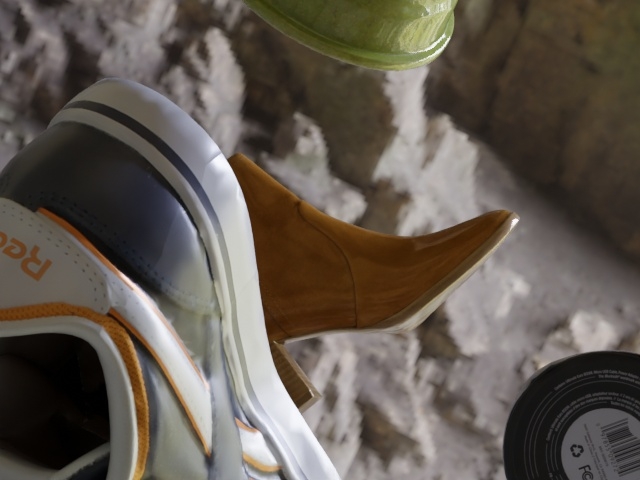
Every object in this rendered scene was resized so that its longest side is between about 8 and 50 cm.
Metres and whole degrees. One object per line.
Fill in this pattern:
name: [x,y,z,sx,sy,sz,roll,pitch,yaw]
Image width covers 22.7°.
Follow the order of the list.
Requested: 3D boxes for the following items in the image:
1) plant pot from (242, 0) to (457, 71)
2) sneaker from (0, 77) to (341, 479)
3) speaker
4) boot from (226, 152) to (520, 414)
plant pot: [0.063,-0.336,1.422,0.276,0.254,0.276,22,39,-19]
sneaker: [-0.078,0.091,0.687,0.126,0.321,0.127,18,51,35]
speaker: [0.085,0.059,0.472,0.055,0.055,0.136,27,0,11]
boot: [-0.001,0.001,1.362,0.211,0.295,0.104,52,-3,10]
